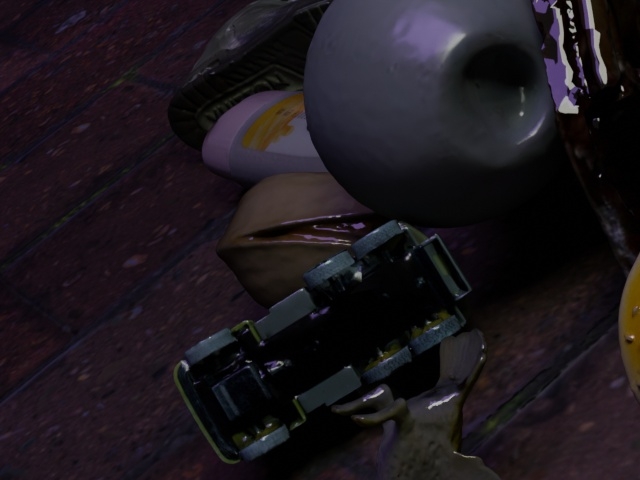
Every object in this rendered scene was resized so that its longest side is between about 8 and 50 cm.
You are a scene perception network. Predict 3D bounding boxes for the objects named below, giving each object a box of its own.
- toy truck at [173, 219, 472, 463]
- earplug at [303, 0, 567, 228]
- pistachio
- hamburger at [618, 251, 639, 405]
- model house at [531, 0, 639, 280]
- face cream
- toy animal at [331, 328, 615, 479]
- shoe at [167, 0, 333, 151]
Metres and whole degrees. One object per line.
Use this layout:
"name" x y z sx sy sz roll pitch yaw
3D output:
"toy truck" 0.009 0.061 1.110 0.191 0.085 0.116 -34 -6 9
"earplug" 0.113 -0.127 1.163 0.175 0.214 0.325 -20 16 32
"pistachio" 0.000 0.000 1.225 0.149 0.113 0.113 -14 31 38
"hamburger" 0.247 0.038 0.819 0.210 0.173 0.116 -33 -13 -2
"model house" 0.277 -0.174 0.997 0.282 0.297 0.317 -22 24 34
"face cream" 0.002 -0.072 1.398 0.107 0.073 0.269 -33 22 -20
"toy animal" 0.040 0.123 0.969 0.155 0.095 0.219 -31 22 -14
"shoe" -0.007 -0.190 1.569 0.293 0.109 0.149 -23 32 30
